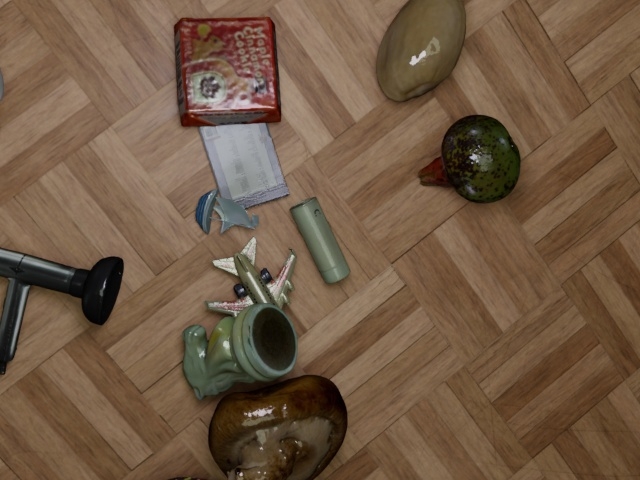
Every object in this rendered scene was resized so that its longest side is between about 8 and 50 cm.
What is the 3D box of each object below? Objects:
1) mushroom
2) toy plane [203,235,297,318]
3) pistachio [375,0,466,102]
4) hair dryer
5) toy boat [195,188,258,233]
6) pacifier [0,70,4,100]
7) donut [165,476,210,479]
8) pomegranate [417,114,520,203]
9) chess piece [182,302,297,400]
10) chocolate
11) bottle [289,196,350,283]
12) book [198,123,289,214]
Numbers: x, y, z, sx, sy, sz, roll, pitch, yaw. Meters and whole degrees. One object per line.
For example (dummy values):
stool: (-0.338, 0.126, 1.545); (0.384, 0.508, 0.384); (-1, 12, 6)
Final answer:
mushroom: (-0.091, 0.468, 1.656); (0.345, 0.260, 0.346); (-13, 126, -18)
toy plane: (-0.140, 0.129, 1.712); (0.241, 0.104, 0.256); (-31, 101, -10)
pistachio: (0.238, -0.455, 1.703); (0.181, 0.162, 0.293); (26, 92, 18)
hair dryer: (-0.613, 0.152, 1.642); (0.320, 0.156, 0.284); (7, 115, 1)
toy boat: (-0.221, -0.068, 1.688); (0.149, 0.034, 0.106); (-6, 103, 15)
pacifier: (-0.821, -0.311, 1.504); (0.233, 0.244, 0.300); (-25, 97, 23)
donut: (-0.316, 0.694, 1.721); (0.344, 0.136, 0.260); (11, 96, -14)
pomegranate: (0.348, -0.186, 1.753); (0.247, 0.214, 0.214); (-15, 101, 28)
chess piece: (-0.209, 0.254, 1.653); (0.298, 0.176, 0.176); (-23, 103, 34)
chocolate: (-0.204, -0.382, 1.634); (0.234, 0.108, 0.238); (-3, 89, -9)
bottle: (0.000, 0.000, 1.743); (0.072, 0.072, 0.202); (-27, 100, -8)
book: (-0.180, -0.192, 1.713); (0.157, 0.026, 0.231); (-18, 98, -7)
